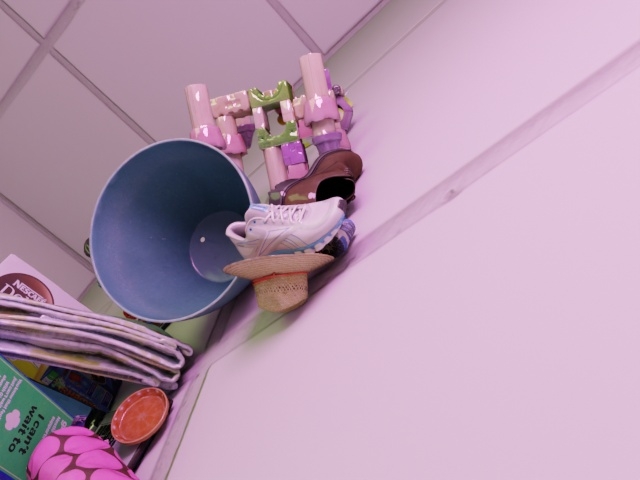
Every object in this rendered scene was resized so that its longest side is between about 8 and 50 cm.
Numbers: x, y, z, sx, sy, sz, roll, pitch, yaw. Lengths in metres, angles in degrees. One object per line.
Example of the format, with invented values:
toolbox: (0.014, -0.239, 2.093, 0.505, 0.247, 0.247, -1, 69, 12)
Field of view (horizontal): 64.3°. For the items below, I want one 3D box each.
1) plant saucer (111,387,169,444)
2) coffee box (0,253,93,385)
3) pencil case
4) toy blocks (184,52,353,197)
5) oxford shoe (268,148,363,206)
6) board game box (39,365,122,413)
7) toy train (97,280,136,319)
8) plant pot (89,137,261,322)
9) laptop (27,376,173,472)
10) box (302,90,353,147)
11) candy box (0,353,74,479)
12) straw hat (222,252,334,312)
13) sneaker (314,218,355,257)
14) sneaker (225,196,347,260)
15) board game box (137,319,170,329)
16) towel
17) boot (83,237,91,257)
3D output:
plant saucer: (-0.248, 0.243, 0.705, 0.083, 0.013, 0.084, -13, 38, 10)
coffee box: (-0.710, 0.303, 1.135, 0.338, 0.337, 0.335, -34, 22, 33)
pencil case: (-0.258, 0.279, 0.578, 0.209, 0.098, 0.095, 7, 86, 50)
toy blocks: (-0.073, -0.180, 1.028, 0.288, 0.260, 0.309, -12, 1, 10)
oxford shoe: (0.022, -0.081, 0.779, 0.096, 0.083, 0.227, 2, 29, 30)
board game box: (-0.461, 0.251, 1.031, 0.035, 0.136, 0.201, -42, 19, 9)
toy train: (-0.484, 0.101, 1.366, 0.248, 0.143, 0.105, -33, 23, 34)
plant pot: (-0.210, -0.004, 0.880, 0.290, 0.290, 0.195, -44, -18, 5)
laptop: (-0.479, 0.352, 0.711, 0.407, 0.236, 0.382, -27, 27, 44)
box: (0.008, -0.306, 1.310, 0.178, 0.042, 0.109, -15, 37, 56)
candy box: (-0.506, 0.203, 0.629, 0.267, 0.317, 0.122, -6, 43, 18)
straw hat: (-0.050, 0.060, 0.650, 0.144, 0.144, 0.061, -22, 71, 50)
sneaker: (0.000, 0.000, 0.718, 0.135, 0.052, 0.058, -10, 30, 49)
sneaker: (-0.052, -0.020, 0.659, 0.190, 0.083, 0.071, -23, 31, 34)
board game box: (-0.351, 0.126, 1.192, 0.165, 0.042, 0.243, -45, 19, 3)
towel: (-0.409, 0.152, 0.845, 0.374, 0.320, 0.090, -10, 62, 60)
boot: (-0.522, 0.033, 1.450, 0.236, 0.179, 0.085, -6, 73, 7)
